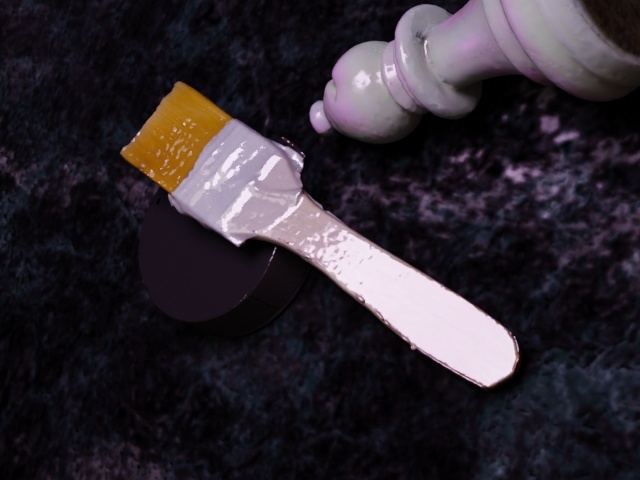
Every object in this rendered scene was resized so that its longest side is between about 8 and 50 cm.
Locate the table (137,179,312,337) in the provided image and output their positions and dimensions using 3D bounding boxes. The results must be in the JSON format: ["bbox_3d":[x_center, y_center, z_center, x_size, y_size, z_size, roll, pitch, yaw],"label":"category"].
[{"bbox_3d":[-0.068,0.000,1.227,0.133,0.043,0.134,-15,64,33],"label":"table"}]

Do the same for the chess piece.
[{"bbox_3d":[0.089,-0.123,1.114,0.271,0.139,0.139,-22,59,42],"label":"chess piece"}]

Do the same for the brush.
[{"bbox_3d":[0.000,0.000,1.145,0.336,0.020,0.085,36,86,28],"label":"brush"}]
